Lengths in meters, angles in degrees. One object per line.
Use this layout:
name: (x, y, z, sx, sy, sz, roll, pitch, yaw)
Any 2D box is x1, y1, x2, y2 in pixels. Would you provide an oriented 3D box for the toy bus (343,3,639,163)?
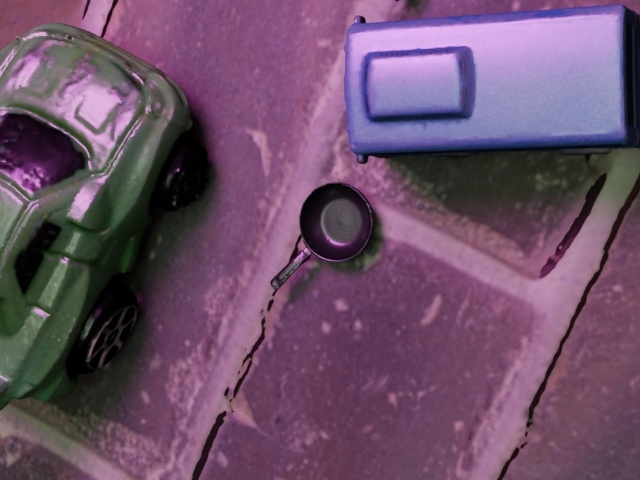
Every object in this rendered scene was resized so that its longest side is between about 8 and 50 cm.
toy bus: (0.131, -0.121, 1.080, 0.234, 0.133, 0.116, -1, 93, 21)

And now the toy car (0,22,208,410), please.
toy car: (-0.262, -0.007, 1.216, 0.213, 0.176, 0.359, 31, 103, 16)

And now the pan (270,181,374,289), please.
pan: (0.000, 0.000, 1.195, 0.115, 0.023, 0.068, -45, 78, 15)
